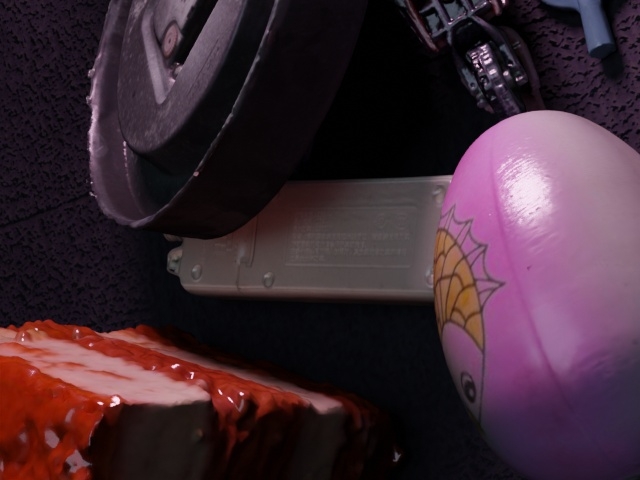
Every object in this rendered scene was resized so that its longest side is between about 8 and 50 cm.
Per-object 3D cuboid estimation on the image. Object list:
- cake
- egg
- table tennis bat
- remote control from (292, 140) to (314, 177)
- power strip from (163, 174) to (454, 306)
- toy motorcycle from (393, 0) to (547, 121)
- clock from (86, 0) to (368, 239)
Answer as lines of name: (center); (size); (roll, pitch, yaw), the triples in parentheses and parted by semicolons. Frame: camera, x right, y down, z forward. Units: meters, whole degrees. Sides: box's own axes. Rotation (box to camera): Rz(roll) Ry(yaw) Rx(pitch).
cake: (-0.149, 0.208, 1.296); (0.270, 0.319, 0.269); (15, 92, 40)
egg: (0.172, 0.039, 1.156); (0.196, 0.196, 0.271); (-34, 42, 30)
table tennis bat: (0.195, -0.209, 1.296); (0.100, 0.019, 0.155); (-26, 64, 33)
remote control: (-0.069, -0.088, 1.483); (0.152, 0.027, 0.043); (15, 84, 39)
power strip: (0.000, 0.000, 1.388); (0.338, 0.058, 0.098); (0, 82, 39)
toy motorcycle: (0.109, -0.176, 1.308); (0.082, 0.122, 0.213); (-31, 75, 24)
clock: (-0.078, -0.186, 1.391); (0.386, 0.076, 0.386); (-40, 41, 47)
